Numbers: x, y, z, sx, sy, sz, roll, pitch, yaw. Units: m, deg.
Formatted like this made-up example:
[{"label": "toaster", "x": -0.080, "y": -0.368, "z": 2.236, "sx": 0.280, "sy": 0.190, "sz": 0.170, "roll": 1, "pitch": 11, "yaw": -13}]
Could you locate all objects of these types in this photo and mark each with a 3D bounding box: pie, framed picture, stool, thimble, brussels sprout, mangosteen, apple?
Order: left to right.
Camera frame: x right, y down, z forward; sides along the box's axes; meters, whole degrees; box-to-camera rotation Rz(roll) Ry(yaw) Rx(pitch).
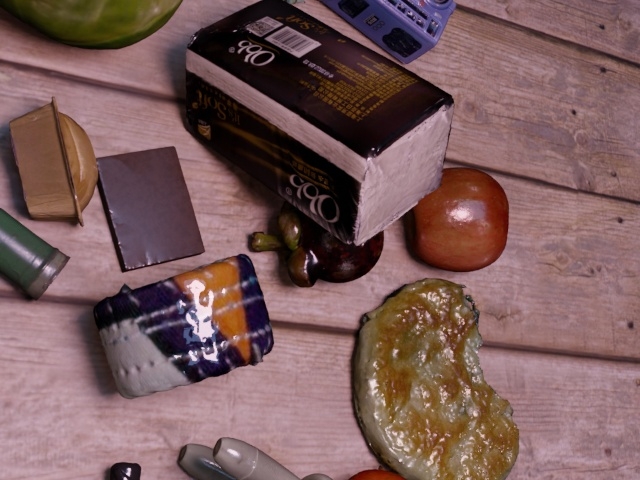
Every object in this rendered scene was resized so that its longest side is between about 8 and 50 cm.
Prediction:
[{"label": "brussels sprout", "x": -0.312, "y": -0.419, "z": 1.218, "sx": 0.289, "sy": 0.281, "sz": 0.355, "roll": 26, "pitch": 39, "yaw": 11}, {"label": "framed picture", "x": -0.252, "y": -0.048, "z": 1.294, "sx": 0.128, "sy": 0.023, "sz": 0.168, "roll": -14, "pitch": 84, "yaw": -32}, {"label": "thimble", "x": -0.178, "y": 0.112, "z": 1.184, "sx": 0.237, "sy": 0.237, "sz": 0.150, "roll": -17, "pitch": 90, "yaw": -33}, {"label": "stool", "x": -0.098, "y": 0.375, "z": 1.169, "sx": 0.198, "sy": 0.195, "sz": 0.195, "roll": 27, "pitch": 65, "yaw": -17}, {"label": "mangosteen", "x": 0.011, "y": -0.003, "z": 1.364, "sx": 0.184, "sy": 0.172, "sz": 0.172, "roll": -46, "pitch": 101, "yaw": -16}, {"label": "pie", "x": 0.188, "y": 0.247, "z": 1.439, "sx": 0.296, "sy": 0.078, "sz": 0.371, "roll": -10, "pitch": 80, "yaw": -33}, {"label": "apple", "x": 0.230, "y": -0.033, "z": 1.488, "sx": 0.168, "sy": 0.181, "sz": 0.181, "roll": -8, "pitch": 80, "yaw": -9}]

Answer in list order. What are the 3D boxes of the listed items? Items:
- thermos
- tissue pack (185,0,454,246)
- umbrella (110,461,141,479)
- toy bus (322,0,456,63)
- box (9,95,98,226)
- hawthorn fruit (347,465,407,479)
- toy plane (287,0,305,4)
[{"label": "thermos", "x": -0.427, "y": -0.004, "z": 1.156, "sx": 0.187, "sy": 0.083, "sz": 0.073, "roll": 40, "pitch": 38, "yaw": -13}, {"label": "tissue pack", "x": -0.014, "y": -0.187, "z": 1.277, "sx": 0.370, "sy": 0.198, "sz": 0.210, "roll": 37, "pitch": 58, "yaw": 27}, {"label": "umbrella", "x": -0.259, "y": 0.455, "z": 1.119, "sx": 0.073, "sy": 0.067, "sz": 0.337, "roll": -2, "pitch": 73, "yaw": 13}, {"label": "toy bus", "x": 0.086, "y": -0.445, "z": 1.545, "sx": 0.292, "sy": 0.125, "sz": 0.133, "roll": 33, "pitch": 63, "yaw": -20}, {"label": "box", "x": -0.359, "y": -0.103, "z": 1.201, "sx": 0.111, "sy": 0.111, "sz": 0.177, "roll": -12, "pitch": 83, "yaw": -32}, {"label": "hawthorn fruit", "x": 0.081, "y": 0.419, "z": 1.284, "sx": 0.196, "sy": 0.196, "sz": 0.225, "roll": 37, "pitch": 36, "yaw": -17}, {"label": "toy plane", "x": -0.060, "y": -0.437, "z": 1.512, "sx": 0.080, "sy": 0.033, "sz": 0.083, "roll": -22, "pitch": 81, "yaw": -32}]
